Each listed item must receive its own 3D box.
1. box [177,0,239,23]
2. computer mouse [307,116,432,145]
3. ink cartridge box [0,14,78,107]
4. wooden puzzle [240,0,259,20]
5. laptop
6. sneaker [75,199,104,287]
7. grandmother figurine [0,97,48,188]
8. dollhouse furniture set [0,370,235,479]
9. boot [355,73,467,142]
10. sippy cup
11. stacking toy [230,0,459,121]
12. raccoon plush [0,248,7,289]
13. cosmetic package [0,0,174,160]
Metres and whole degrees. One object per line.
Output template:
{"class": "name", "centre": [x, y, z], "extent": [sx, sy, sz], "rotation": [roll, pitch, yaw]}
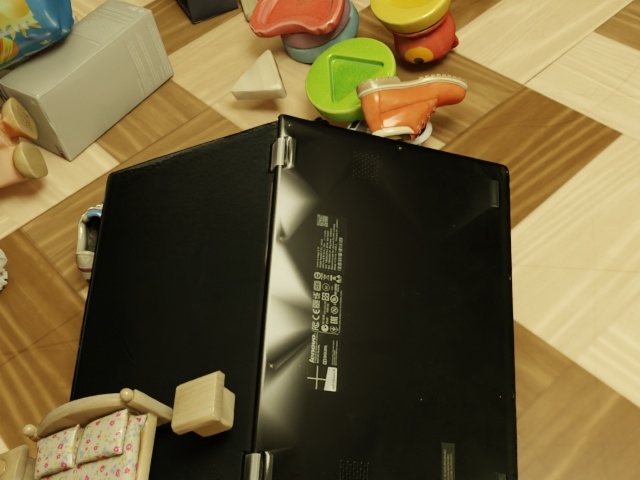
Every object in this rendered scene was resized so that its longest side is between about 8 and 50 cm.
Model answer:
{"class": "box", "centre": [-0.223, -0.491, 1.356], "extent": [0.093, 0.158, 0.156], "rotation": [-24, 49, -12]}
{"class": "computer mouse", "centre": [0.059, -0.133, 1.074], "extent": [0.193, 0.042, 0.106], "rotation": [-1, 44, 17]}
{"class": "ink cartridge box", "centre": [-0.506, -0.296, 1.281], "extent": [0.208, 0.087, 0.153], "rotation": [5, 51, 14]}
{"class": "wooden puzzle", "centre": [-0.047, -0.489, 1.401], "extent": [0.220, 0.044, 0.239], "rotation": [-15, 48, -3]}
{"class": "laptop", "centre": [-0.034, 0.096, 0.816], "extent": [0.407, 0.236, 0.382], "rotation": [10, 70, -17]}
{"class": "sneaker", "centre": [-0.265, -0.025, 1.004], "extent": [0.069, 0.084, 0.186], "rotation": [-4, 49, 6]}
{"class": "grandmother figurine", "centre": [-0.564, -0.091, 1.082], "extent": [0.342, 0.104, 0.208], "rotation": [-21, 67, 1]}
{"class": "dollhouse furniture set", "centre": [-0.261, 0.259, 0.604], "extent": [0.355, 0.174, 0.303], "rotation": [-24, 45, 24]}
{"class": "boot", "centre": [0.127, -0.170, 1.023], "extent": [0.157, 0.059, 0.085], "rotation": [-10, 81, -19]}
{"class": "sippy cup", "centre": [-0.480, -0.335, 1.090], "extent": [0.224, 0.240, 0.306], "rotation": [-16, 58, 5]}
{"class": "stacking toy", "centre": [0.039, -0.277, 1.181], "extent": [0.308, 0.130, 0.280], "rotation": [13, 68, 29]}
{"class": "raccoon plush", "centre": [-0.637, 0.120, 0.931], "extent": [0.299, 0.216, 0.446], "rotation": [10, 21, 35]}
{"class": "cosmetic package", "centre": [-0.348, -0.248, 1.187], "extent": [0.107, 0.127, 0.238], "rotation": [26, 57, 30]}
